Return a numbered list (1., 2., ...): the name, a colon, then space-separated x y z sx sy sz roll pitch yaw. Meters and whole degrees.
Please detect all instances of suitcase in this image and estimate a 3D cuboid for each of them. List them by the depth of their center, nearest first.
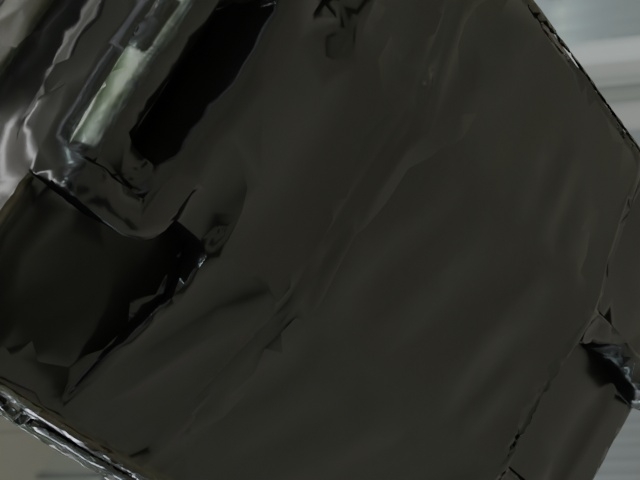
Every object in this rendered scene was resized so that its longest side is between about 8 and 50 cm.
1. suitcase: 0.000 0.000 0.650 0.434 0.194 0.283 42 -104 -45
